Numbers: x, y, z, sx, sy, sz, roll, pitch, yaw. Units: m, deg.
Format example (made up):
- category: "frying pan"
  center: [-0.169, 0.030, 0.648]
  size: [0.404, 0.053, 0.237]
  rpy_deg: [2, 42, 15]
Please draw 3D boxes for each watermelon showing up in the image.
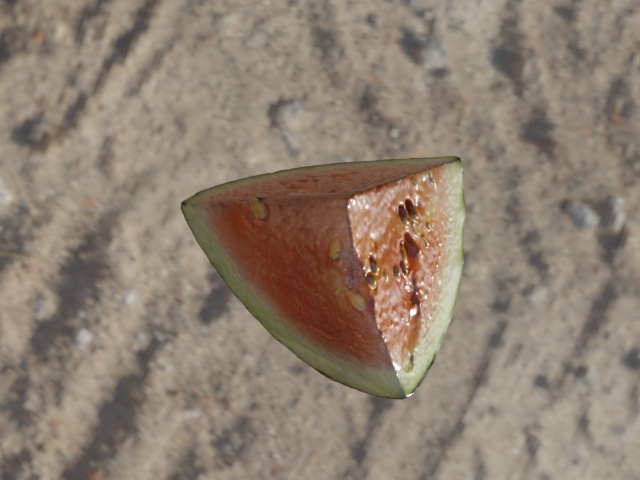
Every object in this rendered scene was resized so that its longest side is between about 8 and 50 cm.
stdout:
- category: "watermelon"
  center: [0.000, 0.000, 0.846]
  size: [0.135, 0.094, 0.125]
  rpy_deg: [13, 72, 3]
